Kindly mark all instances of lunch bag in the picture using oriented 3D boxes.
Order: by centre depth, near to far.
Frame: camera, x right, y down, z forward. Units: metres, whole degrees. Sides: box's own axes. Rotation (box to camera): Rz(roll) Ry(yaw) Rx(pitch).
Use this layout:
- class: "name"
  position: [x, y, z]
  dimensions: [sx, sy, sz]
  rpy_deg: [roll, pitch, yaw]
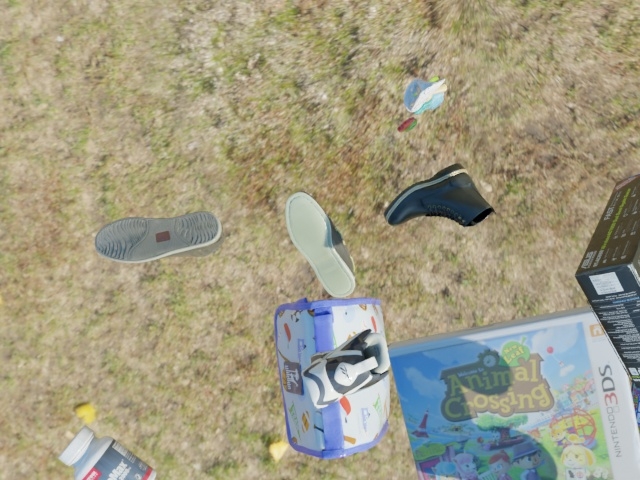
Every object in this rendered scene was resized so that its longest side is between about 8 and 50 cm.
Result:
- class: "lunch bag"
  position: [0.029, 0.288, 1.558]
  dimensions: [0.238, 0.385, 0.328]
  rpy_deg: [-7, 85, 7]

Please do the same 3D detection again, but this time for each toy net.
- class: "toy net"
  position: [0.174, -0.255, 1.274]
  dimensions: [0.122, 0.232, 0.045]
  rpy_deg: [-39, 84, 12]

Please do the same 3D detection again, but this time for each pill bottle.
- class: "pill bottle"
  position: [-0.438, 0.465, 1.432]
  dimensions: [0.180, 0.108, 0.108]
  rpy_deg: [39, 113, -7]

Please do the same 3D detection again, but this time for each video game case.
- class: "video game case"
  position: [0.188, 0.172, 0.671]
  dimensions: [0.212, 0.023, 0.193]
  rpy_deg: [-13, 98, 12]

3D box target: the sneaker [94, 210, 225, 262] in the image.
- class: "sneaker"
  position: [-0.281, 0.007, 1.256]
  dimensions: [0.222, 0.118, 0.083]
  rpy_deg: [-6, 77, -2]

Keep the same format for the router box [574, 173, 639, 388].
- class: "router box"
  position: [0.217, 0.021, 0.458]
  dimensions: [0.038, 0.122, 0.092]
  rpy_deg: [-19, 110, 45]

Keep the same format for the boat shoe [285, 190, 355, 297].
- class: "boat shoe"
  position: [0.000, 0.000, 1.333]
  dimensions: [0.081, 0.069, 0.228]
  rpy_deg: [-20, 112, 17]

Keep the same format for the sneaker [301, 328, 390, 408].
- class: "sneaker"
  position: [0.060, 0.215, 1.217]
  dimensions: [0.153, 0.235, 0.094]
  rpy_deg: [-23, 78, 5]

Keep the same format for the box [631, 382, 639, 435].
- class: "box"
  position: [0.603, 0.213, 0.939]
  dimensions: [0.279, 0.290, 0.177]
  rpy_deg: [16, 115, 40]

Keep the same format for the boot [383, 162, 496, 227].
- class: "boot"
  position: [0.241, -0.059, 1.422]
  dimensions: [0.198, 0.077, 0.137]
  rpy_deg: [-34, 58, 1]
